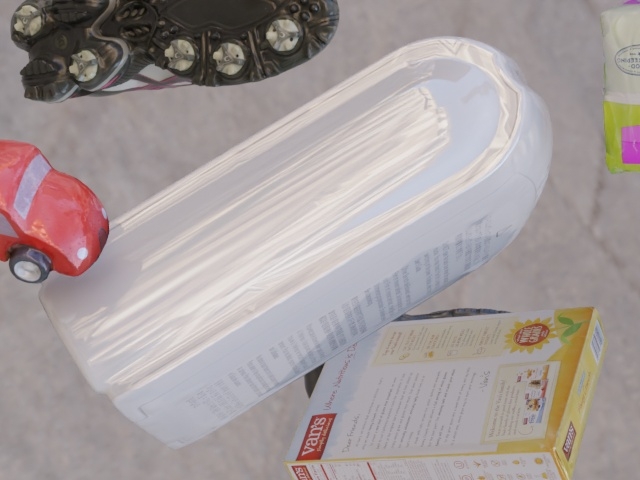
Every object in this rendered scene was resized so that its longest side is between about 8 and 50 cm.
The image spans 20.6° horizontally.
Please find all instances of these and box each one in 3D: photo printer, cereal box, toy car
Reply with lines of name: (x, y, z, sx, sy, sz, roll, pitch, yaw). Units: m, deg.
photo printer: (0.000, 0.000, 1.057, 0.107, 0.308, 0.256, 58, -2, 13)
cereal box: (0.105, 0.133, 1.456, 0.047, 0.240, 0.173, 65, 33, -32)
toy car: (-0.257, -0.026, 0.889, 0.239, 0.053, 0.225, 37, 53, 27)

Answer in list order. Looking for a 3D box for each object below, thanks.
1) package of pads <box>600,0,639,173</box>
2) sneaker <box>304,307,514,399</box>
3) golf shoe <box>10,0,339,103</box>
package of pads: (0.305, -0.113, 1.030, 0.296, 0.229, 0.101, -31, 118, -57)
sneaker: (0.104, 0.132, 1.788, 0.286, 0.109, 0.130, 2, 78, -22)
golf shoe: (-0.097, -0.162, 1.303, 0.120, 0.273, 0.105, -8, 95, -61)
